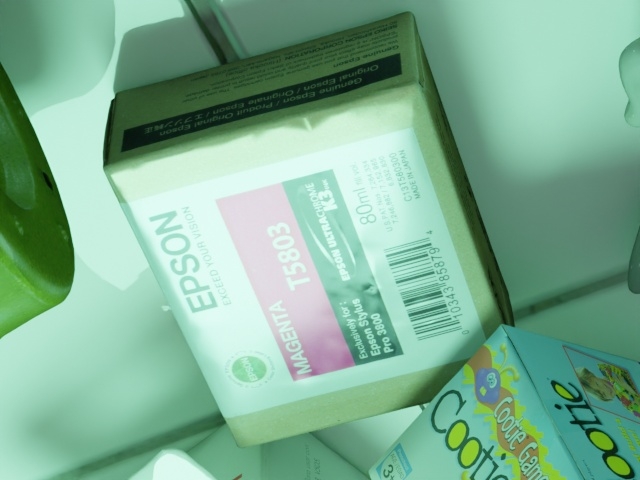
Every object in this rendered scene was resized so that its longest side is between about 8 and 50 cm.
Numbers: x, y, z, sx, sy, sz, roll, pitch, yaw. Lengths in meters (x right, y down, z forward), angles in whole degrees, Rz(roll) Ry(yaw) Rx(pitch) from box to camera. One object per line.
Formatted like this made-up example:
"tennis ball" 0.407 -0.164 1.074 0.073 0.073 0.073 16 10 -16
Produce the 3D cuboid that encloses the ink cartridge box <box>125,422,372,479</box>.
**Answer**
"ink cartridge box" -0.039 0.250 1.219 0.207 0.119 0.353 -37 118 23

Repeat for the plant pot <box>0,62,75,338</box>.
"plant pot" -0.337 -0.001 0.936 0.353 0.366 0.366 -26 122 3

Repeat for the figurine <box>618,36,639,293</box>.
"figurine" 0.281 -0.050 1.028 0.215 0.092 0.209 -4 129 4

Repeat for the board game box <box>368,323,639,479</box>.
"board game box" 0.193 0.174 1.091 0.275 0.144 0.142 17 125 -37

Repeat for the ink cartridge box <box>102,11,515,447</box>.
"ink cartridge box" 0.000 0.000 1.061 0.193 0.088 0.234 -16 125 10
